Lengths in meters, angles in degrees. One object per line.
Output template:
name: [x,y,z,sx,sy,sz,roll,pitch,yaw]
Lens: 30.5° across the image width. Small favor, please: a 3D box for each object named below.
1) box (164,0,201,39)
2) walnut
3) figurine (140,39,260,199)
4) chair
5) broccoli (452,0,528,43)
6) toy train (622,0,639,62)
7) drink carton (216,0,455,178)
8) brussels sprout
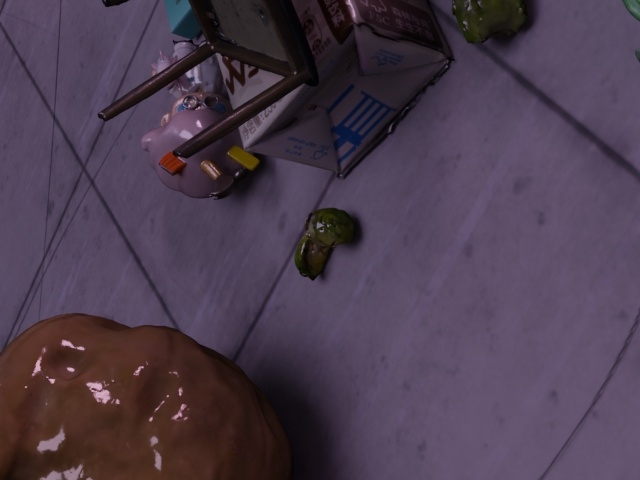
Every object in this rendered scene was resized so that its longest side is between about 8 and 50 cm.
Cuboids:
box: [-0.152,-0.391,1.480,0.162,0.041,0.229,-40,51,38]
walnut: [-0.203,0.260,1.137,0.384,0.384,0.383,-17,68,49]
figurine: [-0.137,-0.132,1.342,0.112,0.137,0.228,102,163,-62]
chair: [-0.082,-0.218,1.051,0.188,0.272,0.166,28,148,51]
broccoli: [0.122,-0.322,1.056,0.165,0.146,0.304,-26,74,51]
toy train: [0.317,-0.190,0.765,0.188,0.132,0.243,50,120,36]
drink carton: [-0.016,-0.250,1.202,0.194,0.132,0.324,-45,48,34]
brussels sprout: [-0.001,0.000,1.186,0.083,0.046,0.051,-47,41,35]
